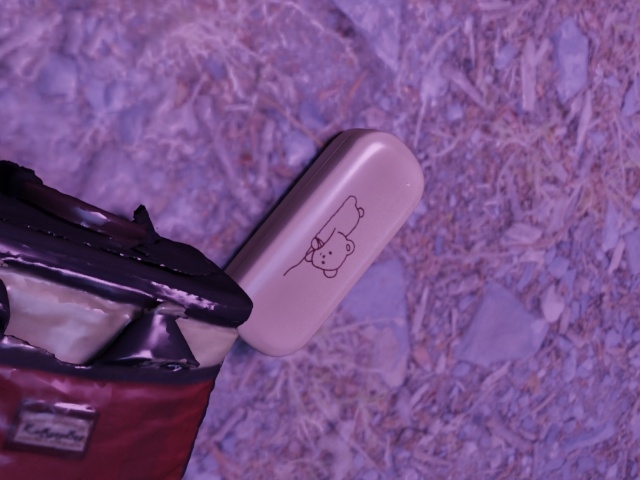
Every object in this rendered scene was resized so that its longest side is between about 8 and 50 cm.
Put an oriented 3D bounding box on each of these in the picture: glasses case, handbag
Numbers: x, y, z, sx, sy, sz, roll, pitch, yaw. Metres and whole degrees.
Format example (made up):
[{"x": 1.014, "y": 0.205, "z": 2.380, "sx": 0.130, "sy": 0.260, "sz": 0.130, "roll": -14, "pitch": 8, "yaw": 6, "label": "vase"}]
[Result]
[{"x": 0.000, "y": 0.000, "z": 0.628, "sx": 0.083, "sy": 0.050, "sz": 0.196, "roll": 42, "pitch": 82, "yaw": -27, "label": "glasses case"}, {"x": -0.173, "y": 0.056, "z": 0.478, "sx": 0.254, "sy": 0.181, "sz": 0.182, "roll": 18, "pitch": 96, "yaw": -33, "label": "handbag"}]
